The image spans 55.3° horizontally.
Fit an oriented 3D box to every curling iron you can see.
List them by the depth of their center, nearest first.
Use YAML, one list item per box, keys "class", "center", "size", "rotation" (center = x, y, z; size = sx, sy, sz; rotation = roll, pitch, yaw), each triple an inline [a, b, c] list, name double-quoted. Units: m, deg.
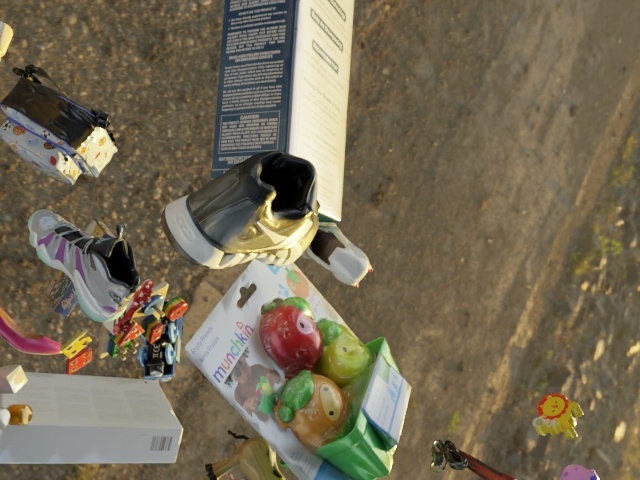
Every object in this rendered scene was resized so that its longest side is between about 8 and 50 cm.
- class: "curling iron"
  center: [0.264, 0.359, 0.864]
  size: [0.068, 0.274, 0.035]
  rotation: [-10, 111, -40]

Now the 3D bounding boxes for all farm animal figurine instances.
- class: "farm animal figurine"
  center: [-0.038, 0.499, 0.980]
  size: [0.172, 0.327, 0.330]
  rotation: [-22, 116, -16]

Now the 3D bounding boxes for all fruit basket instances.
- class: "fruit basket"
  center: [-0.011, 0.191, 0.937]
  size: [0.353, 0.165, 0.327]
  rotation: [55, 30, -13]

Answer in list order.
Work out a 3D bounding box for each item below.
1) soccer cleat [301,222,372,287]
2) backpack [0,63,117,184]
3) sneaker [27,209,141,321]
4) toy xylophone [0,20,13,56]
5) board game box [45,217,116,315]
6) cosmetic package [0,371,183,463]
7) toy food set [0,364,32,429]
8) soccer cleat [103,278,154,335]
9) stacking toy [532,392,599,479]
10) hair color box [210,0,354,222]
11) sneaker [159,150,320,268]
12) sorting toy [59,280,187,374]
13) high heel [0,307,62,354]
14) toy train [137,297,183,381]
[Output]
- class: "soccer cleat"
  center: [0.000, 0.000, 0.847]
  size: [0.068, 0.196, 0.076]
  rotation: [-51, 125, -3]
- class: "backpack"
  center: [-0.647, -0.261, 1.542]
  size: [0.213, 0.277, 0.263]
  rotation: [-54, 170, -6]
- class: "sneaker"
  center: [-0.161, 0.004, 0.433]
  size: [0.098, 0.069, 0.038]
  rotation: [49, 34, 0]
- class: "toy xylophone"
  center: [-0.386, -0.150, 0.501]
  size: [0.236, 0.081, 0.322]
  rotation: [40, 41, -54]
- class: "board game box"
  center: [-0.656, 0.068, 1.669]
  size: [0.042, 0.165, 0.243]
  rotation: [34, 88, -35]
- class: "cosmetic package"
  center: [-0.543, 0.408, 1.422]
  size: [0.377, 0.284, 0.097]
  rotation: [11, 98, -28]
- class: "toy food set"
  center: [-0.642, 0.263, 1.142]
  size: [0.111, 0.105, 0.232]
  rotation: [-61, 143, -59]
- class: "soccer cleat"
  center: [-0.248, 0.083, 0.791]
  size: [0.083, 0.036, 0.029]
  rotation: [-60, 155, -15]
- class: "stacking toy"
  center: [0.267, 0.307, 0.670]
  size: [0.167, 0.052, 0.221]
  rotation: [55, 49, -22]
- class: "hair color box"
  center: [-0.041, -0.206, 0.778]
  size: [0.174, 0.105, 0.347]
  rotation: [18, 75, -66]
- class: "sneaker"
  center: [-0.035, -0.030, 0.550]
  size: [0.078, 0.106, 0.234]
  rotation: [58, 19, 10]
- class: "sorting toy"
  center: [-0.337, 0.158, 1.103]
  size: [0.274, 0.046, 0.132]
  rotation: [-32, 158, -43]
- class: "high heel"
  center: [-0.785, 0.222, 1.594]
  size: [0.244, 0.082, 0.117]
  rotation: [20, 84, -20]
- class: "toy train"
  center: [-0.333, 0.213, 1.293]
  size: [0.105, 0.080, 0.184]
  rotation: [84, 0, -53]
